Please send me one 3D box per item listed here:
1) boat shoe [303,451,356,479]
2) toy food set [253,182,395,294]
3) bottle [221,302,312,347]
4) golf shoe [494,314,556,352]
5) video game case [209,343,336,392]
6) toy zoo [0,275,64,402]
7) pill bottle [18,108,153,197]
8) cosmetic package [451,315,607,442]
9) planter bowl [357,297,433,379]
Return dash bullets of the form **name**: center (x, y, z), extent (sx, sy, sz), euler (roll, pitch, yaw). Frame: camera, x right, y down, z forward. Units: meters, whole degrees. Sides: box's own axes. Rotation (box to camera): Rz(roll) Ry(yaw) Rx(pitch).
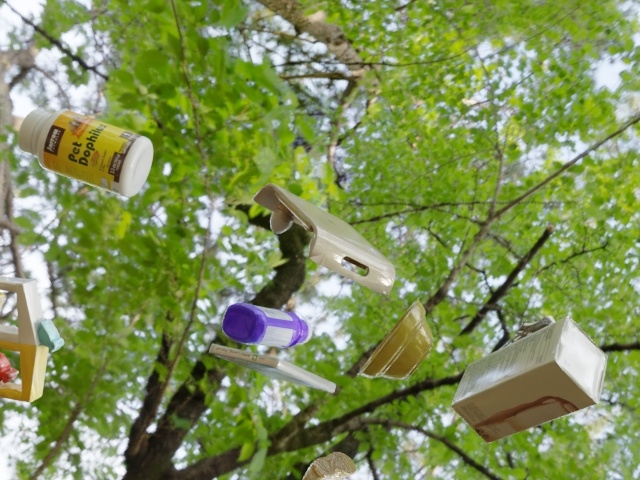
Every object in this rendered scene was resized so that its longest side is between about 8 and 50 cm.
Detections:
- **boat shoe**: center (0.019, 0.533, 1.481), extent (0.059, 0.170, 0.063), euler (-47, -125, 17)
- **toy food set**: center (0.000, 0.000, 1.337), extent (0.092, 0.220, 0.306), euler (-57, -144, 9)
- **bottle**: center (-0.120, 0.217, 1.595), extent (0.118, 0.283, 0.092), euler (15, -94, 31)
- **golf shoe**: center (0.500, 0.250, 1.566), extent (0.077, 0.093, 0.198), euler (37, -48, -21)
- **video game case**: center (-0.101, 0.274, 1.367), extent (0.194, 0.023, 0.212), euler (4, -22, 38)
- **toy zoo**: center (-0.534, 0.146, 1.009), extent (0.294, 0.030, 0.192), euler (6, -79, 18)
- **pill bottle**: center (-0.424, -0.164, 1.161), extent (0.215, 0.117, 0.117), euler (19, -54, 0)
- **cosmetic package**: center (0.441, 0.304, 1.372), extent (0.129, 0.153, 0.296), euler (45, -45, -3)
- **planter bowl**: center (0.180, 0.234, 1.383), extent (0.090, 0.217, 0.217), euler (38, -50, 8)
